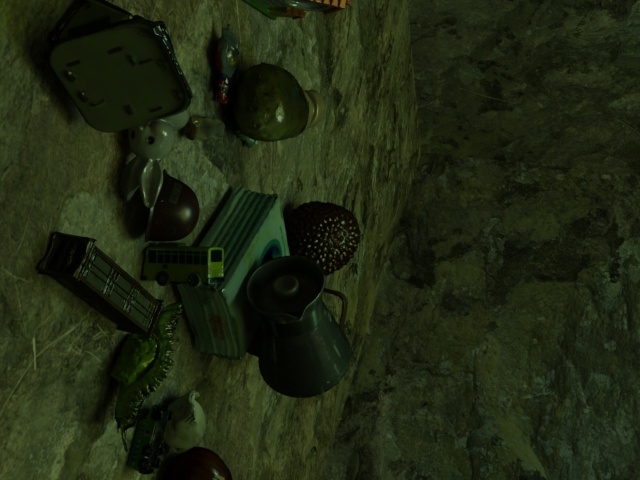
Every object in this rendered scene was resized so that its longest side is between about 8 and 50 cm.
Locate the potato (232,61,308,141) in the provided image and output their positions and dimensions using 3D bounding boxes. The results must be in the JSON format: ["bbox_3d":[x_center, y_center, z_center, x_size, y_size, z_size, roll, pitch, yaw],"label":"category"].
[{"bbox_3d":[-0.132,-0.368,1.946,0.307,0.173,0.210,-10,87,-73],"label":"potato"}]

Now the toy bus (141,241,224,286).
[{"bbox_3d":[-0.312,0.055,1.620,0.088,0.175,0.101,-1,92,-72],"label":"toy bus"}]

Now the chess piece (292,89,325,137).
[{"bbox_3d":[-0.046,-0.420,2.311,0.138,0.124,0.307,65,20,-5],"label":"chess piece"}]

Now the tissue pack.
[{"bbox_3d":[-0.219,0.083,1.921,0.388,0.162,0.287,-65,156,-43],"label":"tissue pack"}]

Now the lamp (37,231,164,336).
[{"bbox_3d":[-0.426,0.095,1.421,0.325,0.090,0.089,62,41,-60],"label":"lamp"}]

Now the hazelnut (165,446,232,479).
[{"bbox_3d":[-0.314,0.632,1.867,0.178,0.178,0.204,-54,162,-54],"label":"hazelnut"}]

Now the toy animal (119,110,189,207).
[{"bbox_3d":[-0.359,-0.188,1.465,0.131,0.104,0.220,64,39,-63],"label":"toy animal"}]

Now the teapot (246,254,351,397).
[{"bbox_3d":[-0.065,0.212,1.866,0.300,0.253,0.344,-113,-171,-47],"label":"teapot"}]

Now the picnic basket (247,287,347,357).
[{"bbox_3d":[-0.085,0.249,2.156,0.291,0.321,0.254,-3,105,-67],"label":"picnic basket"}]

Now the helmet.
[{"bbox_3d":[-0.320,-0.069,1.569,0.175,0.106,0.155,-92,-162,-47],"label":"helmet"}]

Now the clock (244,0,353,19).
[{"bbox_3d":[-0.051,-0.669,1.924,0.220,0.255,0.106,-8,106,-70],"label":"clock"}]

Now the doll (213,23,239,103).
[{"bbox_3d":[-0.238,-0.442,1.783,0.104,0.062,0.194,-44,146,-60],"label":"doll"}]

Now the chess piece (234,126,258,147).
[{"bbox_3d":[-0.210,-0.289,1.976,0.093,0.042,0.042,28,71,-64],"label":"chess piece"}]

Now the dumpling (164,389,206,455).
[{"bbox_3d":[-0.343,0.455,1.814,0.136,0.118,0.199,-82,-164,-50],"label":"dumpling"}]

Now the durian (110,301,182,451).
[{"bbox_3d":[-0.385,0.276,1.573,0.106,0.132,0.375,97,8,-50],"label":"durian"}]

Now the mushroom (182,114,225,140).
[{"bbox_3d":[-0.283,-0.278,1.753,0.202,0.054,0.059,-32,134,-73],"label":"mushroom"}]

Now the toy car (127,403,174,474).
[{"bbox_3d":[-0.405,0.470,1.699,0.071,0.063,0.165,43,58,-69],"label":"toy car"}]

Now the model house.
[{"bbox_3d":[-0.370,-0.378,1.308,0.218,0.205,0.278,73,1,-55],"label":"model house"}]

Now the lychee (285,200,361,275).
[{"bbox_3d":[0.000,0.000,2.390,0.267,0.268,0.267,9,90,-72],"label":"lychee"}]
